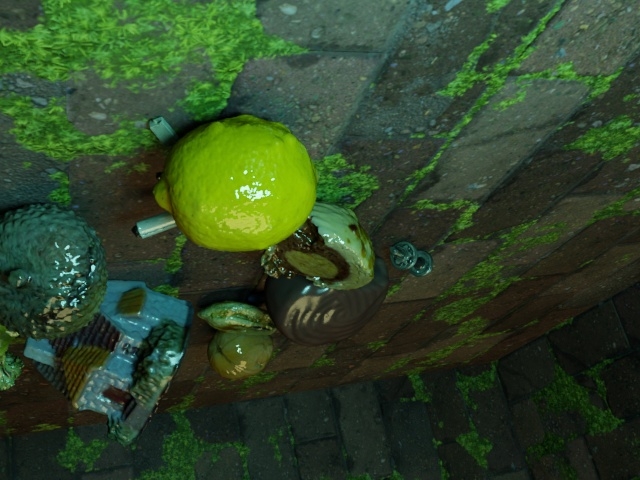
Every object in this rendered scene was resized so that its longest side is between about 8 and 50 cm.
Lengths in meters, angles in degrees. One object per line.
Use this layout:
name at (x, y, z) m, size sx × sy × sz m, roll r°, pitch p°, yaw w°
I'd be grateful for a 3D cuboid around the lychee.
lychee at (-0.510, 0.058, 1.307) m, size 0.255 × 0.255 × 0.274 m, roll -17°, pitch 176°, yaw 8°

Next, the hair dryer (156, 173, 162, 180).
hair dryer at (-0.270, -0.115, 1.325) m, size 0.083 × 0.026 × 0.047 m, roll 0°, pitch 153°, yaw -22°

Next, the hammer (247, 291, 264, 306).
hammer at (-0.116, 0.160, 2.021) m, size 0.193 × 0.070 × 0.116 m, roll -8°, pitch 159°, yaw 8°

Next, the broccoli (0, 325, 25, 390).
broccoli at (-0.836, 0.291, 1.782) m, size 0.361 × 0.221 × 0.252 m, roll -23°, pitch 120°, yaw 21°

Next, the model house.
model house at (-0.533, 0.260, 1.709) m, size 0.339 × 0.297 × 0.360 m, roll 26°, pitch 122°, yaw -15°

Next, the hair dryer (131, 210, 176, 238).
hair dryer at (-0.253, -0.063, 1.349) m, size 0.236 × 0.073 × 0.131 m, roll -18°, pitch 163°, yaw -10°

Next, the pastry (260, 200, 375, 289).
pastry at (0.009, -0.001, 1.552) m, size 0.236 × 0.170 × 0.256 m, roll 19°, pitch 149°, yaw -12°

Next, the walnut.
walnut at (-0.254, 0.350, 2.235) m, size 0.193 × 0.193 × 0.225 m, roll -29°, pitch 163°, yaw 32°

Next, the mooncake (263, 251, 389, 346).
mooncake at (0.027, 0.140, 1.843) m, size 0.333 × 0.174 × 0.326 m, roll -30°, pitch 143°, yaw 2°

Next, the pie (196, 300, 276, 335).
pie at (-0.233, 0.228, 2.023) m, size 0.247 × 0.090 × 0.201 m, roll 16°, pitch 164°, yaw -38°

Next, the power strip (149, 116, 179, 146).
power strip at (-0.263, -0.183, 1.176) m, size 0.027 × 0.017 × 0.083 m, roll -16°, pitch 158°, yaw 5°

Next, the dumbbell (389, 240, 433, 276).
dumbbell at (0.255, 0.054, 1.940) m, size 0.081 × 0.082 × 0.254 m, roll -25°, pitch 155°, yaw 25°

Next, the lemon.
lemon at (-0.138, -0.093, 1.186) m, size 0.288 × 0.234 × 0.233 m, roll -5°, pitch 156°, yaw -13°
